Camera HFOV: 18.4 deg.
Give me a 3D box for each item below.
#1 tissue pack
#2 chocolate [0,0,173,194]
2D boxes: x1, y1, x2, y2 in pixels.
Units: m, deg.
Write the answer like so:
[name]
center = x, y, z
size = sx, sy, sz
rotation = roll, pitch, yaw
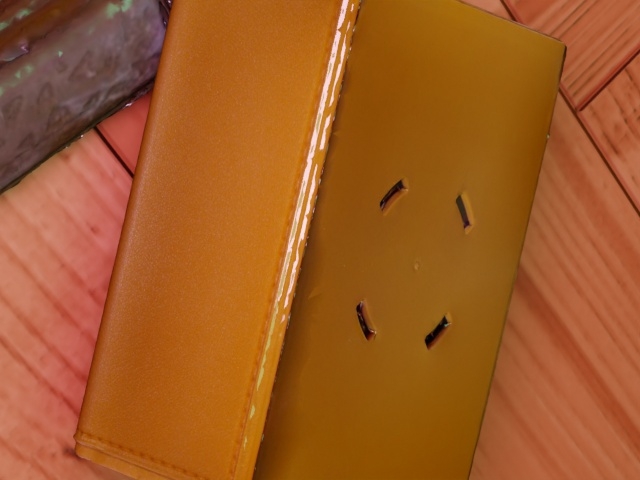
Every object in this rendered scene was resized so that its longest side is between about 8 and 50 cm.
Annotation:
[tissue pack]
center = 0.000, 0.000, 1.055
size = 0.194, 0.145, 0.275
rotation = 12, 92, -49
[chocolate]
center = -0.195, -0.050, 1.007
size = 0.329, 0.065, 0.102
rotation = -38, 113, -21
